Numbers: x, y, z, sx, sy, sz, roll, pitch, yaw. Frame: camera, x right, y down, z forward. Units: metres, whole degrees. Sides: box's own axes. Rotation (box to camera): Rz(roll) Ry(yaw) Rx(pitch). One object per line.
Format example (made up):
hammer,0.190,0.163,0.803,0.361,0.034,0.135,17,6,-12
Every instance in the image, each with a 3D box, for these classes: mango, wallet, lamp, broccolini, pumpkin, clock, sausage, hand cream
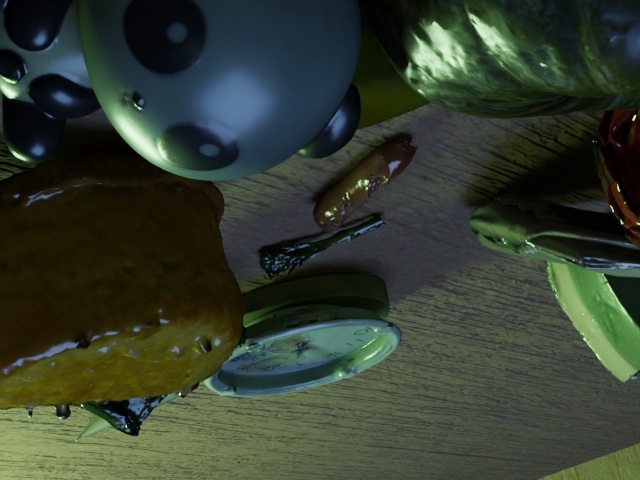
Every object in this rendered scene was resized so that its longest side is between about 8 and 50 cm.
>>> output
mango,0.003,-0.124,1.215,0.237,0.091,0.137,-4,164,-28
wallet,0.302,-0.006,1.631,0.274,0.068,0.335,1,-172,-16
lamp,-0.096,-0.132,0.998,0.244,0.198,0.198,-2,165,16
broccolini,0.000,0.000,1.671,0.140,0.030,0.035,-23,124,11
pumpkin,0.138,-0.195,0.979,0.232,0.242,0.325,5,177,12
clock,-0.024,0.119,1.847,0.236,0.053,0.236,-13,160,-5
sausage,0.039,-0.053,1.526,0.036,0.042,0.158,33,141,-13
hand cream,-0.226,0.190,1.977,0.186,0.054,0.087,-30,-163,36
clock,-0.033,0.094,1.900,0.235,0.029,0.235,-11,161,-4

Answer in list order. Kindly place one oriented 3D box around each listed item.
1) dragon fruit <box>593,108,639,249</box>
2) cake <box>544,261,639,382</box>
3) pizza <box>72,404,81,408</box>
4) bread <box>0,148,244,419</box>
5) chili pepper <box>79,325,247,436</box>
dragon fruit,0.355,-0.079,1.368,0.244,0.244,0.299,-24,152,25
cake,0.441,0.053,1.919,0.283,0.172,0.158,-12,163,-14
pizza,-0.254,0.163,1.896,0.178,0.041,0.131,-20,150,8
bread,-0.185,0.030,1.343,0.340,0.194,0.179,-1,157,-45
chili pepper,-0.179,0.110,1.730,0.148,0.116,0.264,32,144,-23
